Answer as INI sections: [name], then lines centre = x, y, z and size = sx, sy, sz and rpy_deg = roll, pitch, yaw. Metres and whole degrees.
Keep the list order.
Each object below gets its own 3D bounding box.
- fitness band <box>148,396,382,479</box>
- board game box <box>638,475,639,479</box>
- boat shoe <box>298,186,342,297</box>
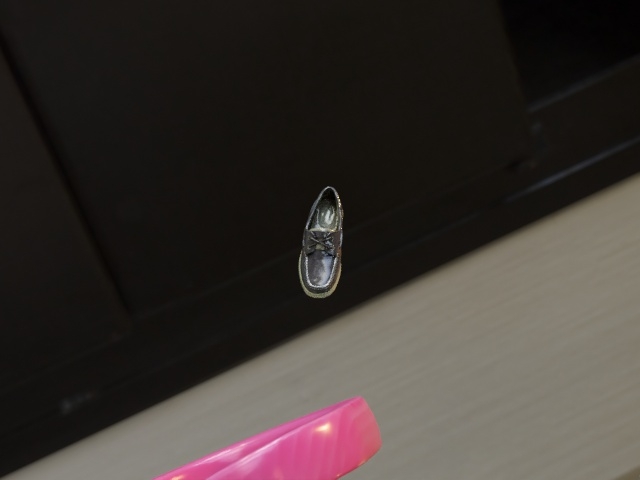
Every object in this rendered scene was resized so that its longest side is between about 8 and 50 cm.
[fitness band]
centre = -0.059, 0.175, 1.054
size = 0.054, 0.209, 0.291
rpy_deg = 65, 7, 4
[board game box]
centre = 0.435, 0.366, 1.395
size = 0.086, 0.302, 0.308
rpy_deg = -145, -125, -59
[boat shoe]
centre = 0.000, 0.000, 1.789
size = 0.049, 0.056, 0.152
rpy_deg = 84, 8, -54
